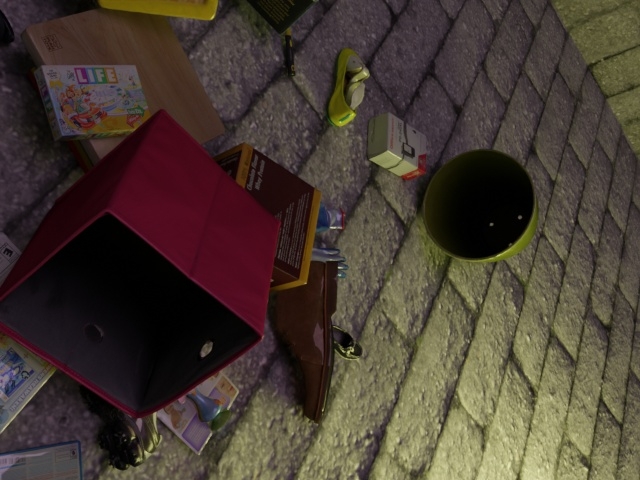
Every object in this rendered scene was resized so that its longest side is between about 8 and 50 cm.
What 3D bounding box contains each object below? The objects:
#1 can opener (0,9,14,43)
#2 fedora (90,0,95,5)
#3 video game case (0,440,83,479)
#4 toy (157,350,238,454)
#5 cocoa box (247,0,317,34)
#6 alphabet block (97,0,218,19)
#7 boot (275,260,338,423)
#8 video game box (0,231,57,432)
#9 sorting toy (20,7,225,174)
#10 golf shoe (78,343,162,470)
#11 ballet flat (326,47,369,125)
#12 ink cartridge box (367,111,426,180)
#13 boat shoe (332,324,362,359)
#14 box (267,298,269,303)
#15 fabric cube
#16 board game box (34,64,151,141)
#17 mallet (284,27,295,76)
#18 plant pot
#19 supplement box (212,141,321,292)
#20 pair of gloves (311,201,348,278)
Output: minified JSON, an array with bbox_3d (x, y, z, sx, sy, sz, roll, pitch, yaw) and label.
[{"bbox_3d":[-0.519,-0.358,0.984,0.059,0.073,0.186,-38,106,-5],"label":"can opener"},{"bbox_3d":[-0.416,-0.503,1.041,0.124,0.243,0.276,-4,87,-17],"label":"fedora"},{"bbox_3d":[-0.375,0.362,0.920,0.119,0.015,0.166,4,74,-46],"label":"video game case"},{"bbox_3d":[-0.225,0.211,1.095,0.237,0.056,0.137,53,45,-20],"label":"toy"},{"bbox_3d":[-0.095,-0.638,1.349,0.347,0.228,0.231,43,50,-17],"label":"cocoa box"},{"bbox_3d":[-0.260,-0.488,1.095,0.192,0.194,0.197,0,39,-18],"label":"alphabet block"},{"bbox_3d":[-0.027,0.190,1.296,0.112,0.115,0.306,99,-8,-88],"label":"boot"},{"bbox_3d":[-0.434,0.124,0.912,0.187,0.048,0.205,51,47,-19],"label":"video game box"},{"bbox_3d":[-0.321,-0.236,1.115,0.255,0.089,0.257,-39,105,-45],"label":"sorting toy"},{"bbox_3d":[-0.292,0.232,1.016,0.094,0.077,0.198,-20,97,-60],"label":"golf shoe"},{"bbox_3d":[0.073,-0.360,1.574,0.077,0.077,0.231,35,54,-33],"label":"ballet flat"},{"bbox_3d":[0.186,-0.226,1.658,0.150,0.063,0.109,23,62,-40],"label":"ink cartridge box"},{"bbox_3d":[0.048,0.205,1.393,0.125,0.038,0.046,40,52,-30],"label":"boat shoe"},{"bbox_3d":[-0.140,0.122,1.214,0.062,0.052,0.083,45,48,-26],"label":"box"},{"bbox_3d":[-0.235,0.033,0.939,0.259,0.254,0.258,44,26,-24],"label":"fabric cube"},{"bbox_3d":[-0.329,-0.204,1.009,0.154,0.026,0.104,-17,89,-47],"label":"board game box"},{"bbox_3d":[-0.078,-0.450,1.481,0.062,0.039,0.190,10,74,-43],"label":"mallet"},{"bbox_3d":[0.439,-0.056,1.753,0.293,0.274,0.275,23,60,-59],"label":"plant pot"},{"bbox_3d":[-0.121,-0.033,1.227,0.194,0.129,0.191,30,57,-37],"label":"supplement box"},{"bbox_3d":[0.000,0.000,1.422,0.159,0.023,0.198,8,71,-44],"label":"pair of gloves"}]
